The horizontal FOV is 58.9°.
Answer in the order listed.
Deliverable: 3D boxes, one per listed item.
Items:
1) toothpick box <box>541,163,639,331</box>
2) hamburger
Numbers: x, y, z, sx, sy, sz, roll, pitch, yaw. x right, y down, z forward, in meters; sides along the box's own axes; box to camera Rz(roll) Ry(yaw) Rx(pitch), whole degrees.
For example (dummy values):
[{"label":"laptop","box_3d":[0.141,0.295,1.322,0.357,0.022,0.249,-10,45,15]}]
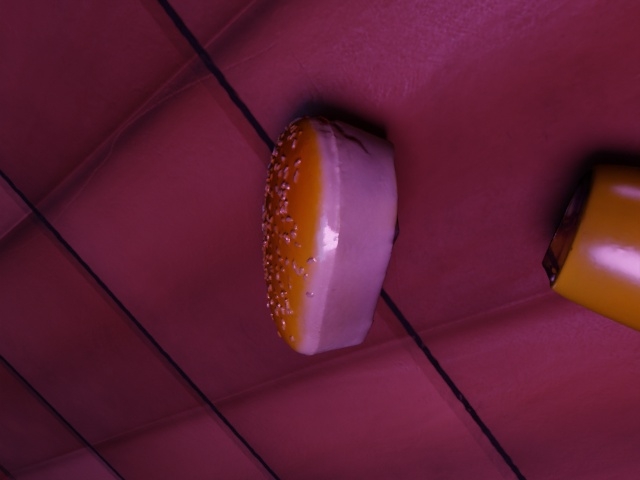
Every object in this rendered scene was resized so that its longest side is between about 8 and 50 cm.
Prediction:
[{"label":"toothpick box","box_3d":[0.370,0.023,0.557,0.271,0.175,0.175,19,127,17]},{"label":"hamburger","box_3d":[0.000,0.000,0.683,0.152,0.227,0.295,8,124,-8]}]
